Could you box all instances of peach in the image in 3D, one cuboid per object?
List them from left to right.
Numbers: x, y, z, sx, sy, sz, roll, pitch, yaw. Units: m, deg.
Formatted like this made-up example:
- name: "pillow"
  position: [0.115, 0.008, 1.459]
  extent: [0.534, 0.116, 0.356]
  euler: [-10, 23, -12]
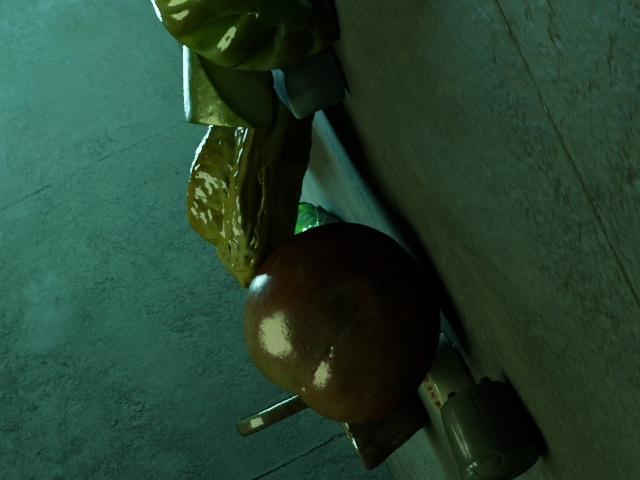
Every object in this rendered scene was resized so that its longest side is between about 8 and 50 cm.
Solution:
- name: "peach"
  position: [0.031, 0.096, 1.712]
  extent: [0.252, 0.252, 0.252]
  euler: [62, 174, 11]

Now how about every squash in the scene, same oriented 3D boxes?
- name: "squash"
  position: [-0.111, -0.259, 1.593]
  extent: [0.169, 0.093, 0.252]
  euler: [-161, 71, -68]

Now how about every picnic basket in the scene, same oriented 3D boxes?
- name: "picnic basket"
  position: [-0.009, 0.279, 2.508]
  extent: [0.337, 0.337, 0.293]
  euler: [63, 175, 4]

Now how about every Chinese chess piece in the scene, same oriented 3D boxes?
- name: "Chinese chess piece"
  position: [0.162, 0.181, 1.810]
  extent: [0.122, 0.051, 0.122]
  euler: [63, 175, 10]

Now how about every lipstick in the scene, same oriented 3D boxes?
- name: "lipstick"
  position: [-0.054, -0.246, 1.697]
  extent: [0.289, 0.076, 0.077]
  euler: [-127, 18, -52]

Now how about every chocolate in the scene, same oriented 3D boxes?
- name: "chocolate"
  position: [0.000, 0.000, 2.265]
  extent: [0.110, 0.110, 0.291]
  euler: [64, 172, -11]

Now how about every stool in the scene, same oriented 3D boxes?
- name: "stool"
  position: [0.186, 0.215, 1.537]
  extent: [0.096, 0.096, 0.110]
  euler: [75, 173, -64]

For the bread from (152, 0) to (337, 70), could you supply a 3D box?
- name: "bread"
  position: [-0.086, -0.255, 1.478]
  extent: [0.261, 0.156, 0.158]
  euler: [15, -152, -35]

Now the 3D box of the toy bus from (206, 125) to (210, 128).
- name: "toy bus"
  position: [-0.133, -0.215, 2.308]
  extent: [0.147, 0.127, 0.303]
  euler: [60, 175, -2]

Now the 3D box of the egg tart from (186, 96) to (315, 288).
- name: "egg tart"
  position: [-0.094, -0.090, 1.813]
  extent: [0.319, 0.128, 0.319]
  euler: [13, -90, -83]
